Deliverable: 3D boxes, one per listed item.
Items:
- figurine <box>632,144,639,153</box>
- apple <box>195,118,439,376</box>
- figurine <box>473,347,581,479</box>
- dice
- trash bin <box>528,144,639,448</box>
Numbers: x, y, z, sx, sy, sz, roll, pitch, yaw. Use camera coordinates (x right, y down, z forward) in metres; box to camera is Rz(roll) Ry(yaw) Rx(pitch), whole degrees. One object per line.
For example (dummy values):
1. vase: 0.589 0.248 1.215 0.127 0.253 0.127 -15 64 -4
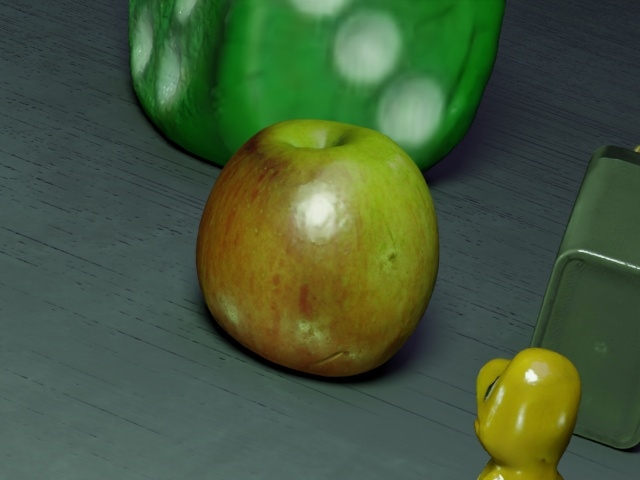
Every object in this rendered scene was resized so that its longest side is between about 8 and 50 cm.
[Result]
1. figurine: 0.414 -0.008 1.832 0.274 0.133 0.194 11 64 -1
2. apple: 0.000 0.000 1.479 0.196 0.196 0.196 13 22 -5
3. figurine: 0.133 0.155 1.178 0.121 0.176 0.122 -2 10 -33
4. dice: -0.013 -0.234 1.881 0.300 0.297 0.287 3 23 -27
5. trash bin: 0.242 0.046 1.551 0.122 0.164 0.240 18 25 10
